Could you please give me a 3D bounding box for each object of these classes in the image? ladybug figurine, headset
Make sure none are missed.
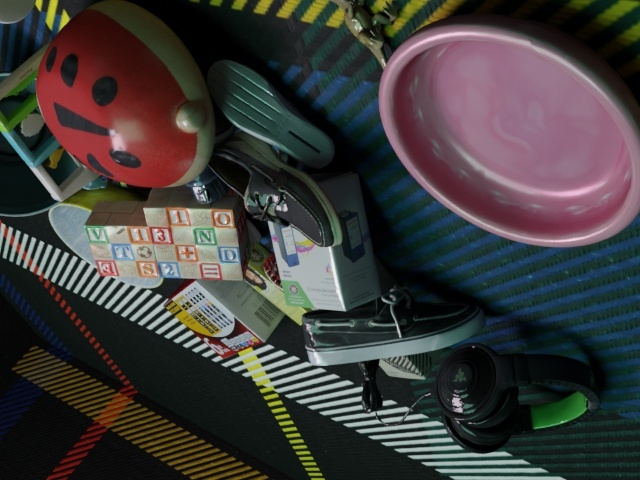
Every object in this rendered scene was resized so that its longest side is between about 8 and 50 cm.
[{"bbox_3d":[-0.327,-0.221,1.286,0.449,0.162,0.304,18,127,51],"label":"ladybug figurine"},{"bbox_3d":[0.263,0.245,1.369,0.395,0.185,0.243,-7,146,12],"label":"headset"}]

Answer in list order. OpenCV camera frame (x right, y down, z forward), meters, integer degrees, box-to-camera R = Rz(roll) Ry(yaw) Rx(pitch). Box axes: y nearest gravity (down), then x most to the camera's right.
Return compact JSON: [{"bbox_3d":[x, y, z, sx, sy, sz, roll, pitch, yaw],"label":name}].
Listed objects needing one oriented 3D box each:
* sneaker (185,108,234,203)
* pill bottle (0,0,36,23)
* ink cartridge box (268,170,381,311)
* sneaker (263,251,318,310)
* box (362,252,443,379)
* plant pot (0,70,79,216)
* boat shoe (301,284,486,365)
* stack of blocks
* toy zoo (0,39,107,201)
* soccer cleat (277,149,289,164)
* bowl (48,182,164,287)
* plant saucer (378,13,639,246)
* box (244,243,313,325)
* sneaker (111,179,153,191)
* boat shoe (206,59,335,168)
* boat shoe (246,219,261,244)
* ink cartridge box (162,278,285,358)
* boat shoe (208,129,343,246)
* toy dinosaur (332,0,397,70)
[{"bbox_3d":[-0.190,-0.142,1.408,0.226,0.086,0.163,14,136,55],"label":"sneaker"},{"bbox_3d":[-0.614,-0.453,1.371,0.265,0.153,0.153,21,149,30],"label":"pill bottle"},{"bbox_3d":[0.000,0.000,1.320,0.154,0.093,0.212,1,105,48],"label":"ink cartridge box"},{"bbox_3d":[-0.018,0.100,1.601,0.225,0.088,0.092,33,157,13],"label":"sneaker"},{"bbox_3d":[0.107,0.135,1.494,0.275,0.094,0.113,49,150,-22],"label":"box"},{"bbox_3d":[-0.640,-0.220,1.676,0.293,0.293,0.196,55,175,-31],"label":"plant pot"},{"bbox_3d":[0.121,0.131,1.362,0.307,0.113,0.104,-10,102,10],"label":"boat shoe"},{"bbox_3d":[-0.295,-0.018,1.561,0.297,0.087,0.171,1,127,8],"label":"stack of blocks"},{"bbox_3d":[-0.502,-0.213,1.571,0.030,0.192,0.293,15,146,38],"label":"toy zoo"},{"bbox_3d":[-0.065,-0.121,1.363,0.029,0.035,0.083,28,151,18],"label":"soccer cleat"},{"bbox_3d":[-0.436,-0.041,1.788,0.290,0.156,0.289,21,150,13],"label":"bowl"},{"bbox_3d":[0.229,-0.132,0.941,0.332,0.084,0.332,28,152,16],"label":"plant saucer"},{"bbox_3d":[-0.094,0.088,1.702,0.232,0.058,0.087,38,153,-3],"label":"box"},{"bbox_3d":[-0.347,-0.154,1.634,0.097,0.084,0.235,22,161,-24],"label":"sneaker"},{"bbox_3d":[-0.079,-0.185,1.227,0.226,0.083,0.076,41,-179,-6],"label":"boat shoe"},{"bbox_3d":[-0.208,-0.038,1.635,0.184,0.063,0.066,35,153,6],"label":"boat shoe"},{"bbox_3d":[-0.243,0.123,1.859,0.272,0.130,0.309,42,153,-8],"label":"ink cartridge box"},{"bbox_3d":[-0.075,-0.070,1.216,0.285,0.092,0.102,45,152,35],"label":"boat shoe"},{"bbox_3d":[0.061,-0.260,0.998,0.183,0.053,0.093,52,166,-12],"label":"toy dinosaur"}]
